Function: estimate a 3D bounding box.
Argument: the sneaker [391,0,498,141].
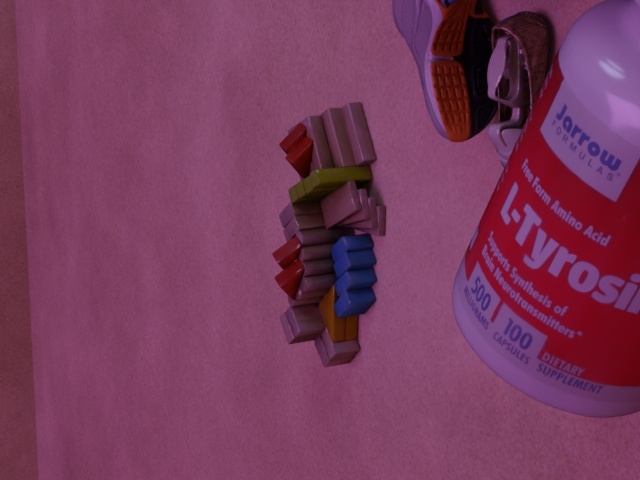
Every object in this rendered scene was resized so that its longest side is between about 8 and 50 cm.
[{"bbox_3d":[0.137,-0.232,1.459,0.121,0.099,0.262,149,119,-65],"label":"sneaker"}]

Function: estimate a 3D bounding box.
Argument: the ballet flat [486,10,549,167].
[{"bbox_3d":[0.207,-0.140,1.369,0.073,0.067,0.206,5,100,59],"label":"ballet flat"}]

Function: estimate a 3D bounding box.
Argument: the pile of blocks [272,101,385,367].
[{"bbox_3d":[0.000,0.000,1.701,0.149,0.113,0.362,13,107,58],"label":"pile of blocks"}]

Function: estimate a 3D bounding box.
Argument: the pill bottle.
[{"bbox_3d":[0.282,-0.060,1.101,0.229,0.229,0.407,56,140,38],"label":"pill bottle"}]

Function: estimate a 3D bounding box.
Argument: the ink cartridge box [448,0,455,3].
[{"bbox_3d":[0.092,-0.443,1.285,0.270,0.151,0.395,-20,77,53],"label":"ink cartridge box"}]
